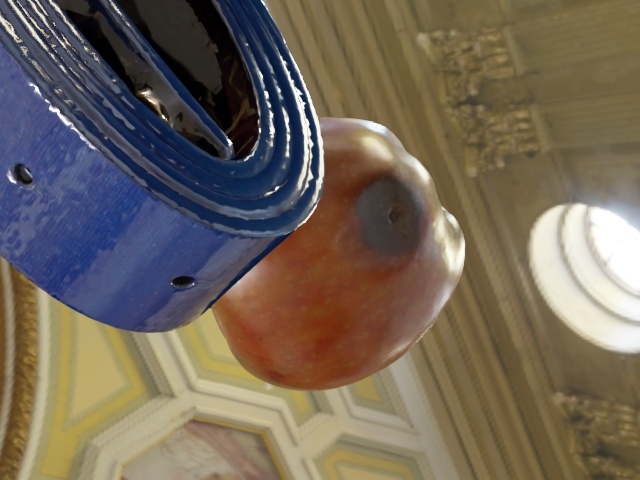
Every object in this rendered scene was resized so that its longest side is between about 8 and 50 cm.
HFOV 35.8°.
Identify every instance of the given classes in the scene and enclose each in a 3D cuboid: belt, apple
[{"bbox_3d":[-0.139,-0.121,0.568,0.212,0.117,0.347,-24,-104,-50],"label":"belt"},{"bbox_3d":[0.000,0.000,0.801,0.230,0.230,0.230,-1,-89,-34],"label":"apple"}]
